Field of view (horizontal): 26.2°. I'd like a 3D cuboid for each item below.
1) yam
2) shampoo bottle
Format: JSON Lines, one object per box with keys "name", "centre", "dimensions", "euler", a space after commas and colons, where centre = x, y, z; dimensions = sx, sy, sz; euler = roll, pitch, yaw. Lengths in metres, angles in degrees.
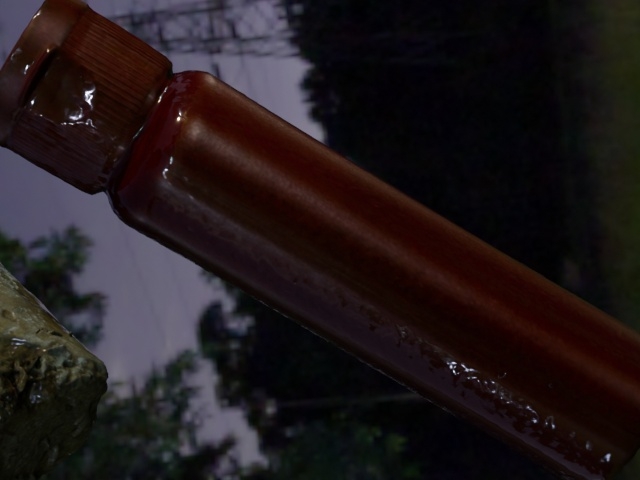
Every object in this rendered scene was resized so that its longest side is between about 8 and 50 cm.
{"name": "yam", "centre": [-0.174, 0.035, 0.641], "dimensions": [0.179, 0.078, 0.078], "euler": [42, 162, 29]}
{"name": "shampoo bottle", "centre": [0.000, 0.000, 0.514], "dimensions": [0.064, 0.260, 0.102], "euler": [-58, 10, 8]}
